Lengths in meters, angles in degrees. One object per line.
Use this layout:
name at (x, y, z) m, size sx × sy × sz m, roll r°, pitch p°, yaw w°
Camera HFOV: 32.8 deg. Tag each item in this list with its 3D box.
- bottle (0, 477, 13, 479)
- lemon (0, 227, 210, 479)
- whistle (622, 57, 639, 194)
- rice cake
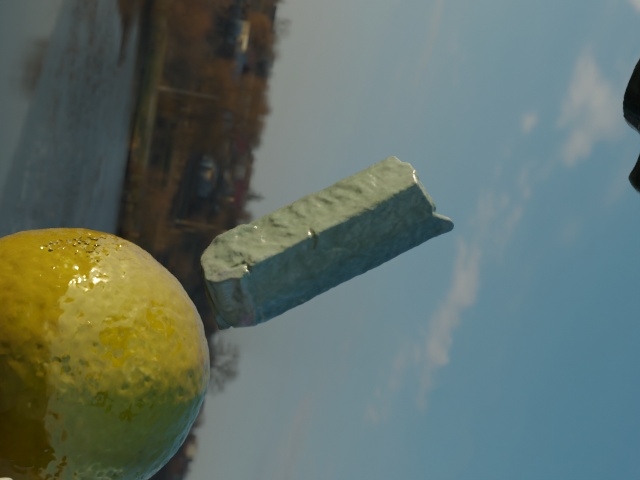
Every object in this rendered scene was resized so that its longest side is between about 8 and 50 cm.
bottle at (-0.217, 0.130, 0.492) m, size 0.236 × 0.147 × 0.148 m, roll 88°, pitch 7°, yaw -68°
lemon at (-0.243, 0.120, 1.023) m, size 0.293 × 0.293 × 0.293 m, roll -171°, pitch -90°, yaw -81°
whistle at (0.489, -0.214, 1.180) m, size 0.168 × 0.188 × 0.405 m, roll 47°, pitch -53°, yaw 34°
rice cake at (0.000, 0.000, 0.868) m, size 0.063 × 0.206 × 0.069 m, roll 53°, pitch -13°, yaw 49°
